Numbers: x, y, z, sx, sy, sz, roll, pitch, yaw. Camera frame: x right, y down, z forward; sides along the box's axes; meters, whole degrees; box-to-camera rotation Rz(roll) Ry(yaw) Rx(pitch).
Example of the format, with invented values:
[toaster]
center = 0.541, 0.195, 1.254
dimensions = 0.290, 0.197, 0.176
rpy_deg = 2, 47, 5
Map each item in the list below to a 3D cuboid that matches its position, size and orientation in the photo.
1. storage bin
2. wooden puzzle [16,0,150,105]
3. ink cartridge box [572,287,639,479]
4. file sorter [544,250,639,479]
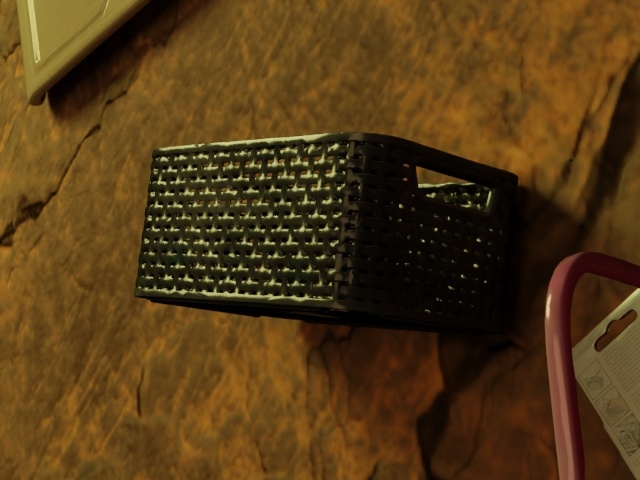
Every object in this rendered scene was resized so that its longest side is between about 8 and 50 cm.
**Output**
[storage bin]
center = 0.000, 0.000, 0.630
dimensions = 0.180, 0.122, 0.084
rpy_deg = -1, 81, 46
[wooden puzzle]
center = -0.171, -0.248, 0.922
dimensions = 0.239, 0.044, 0.221
rpy_deg = -33, 60, 42
[ink cartridge box]
center = 0.160, 0.078, 0.518
dimensions = 0.063, 0.029, 0.115
rpy_deg = -48, 50, 27
[file sorter]
center = 0.227, 0.076, 0.317
dimensions = 0.291, 0.182, 0.202
rpy_deg = -15, 72, 36
